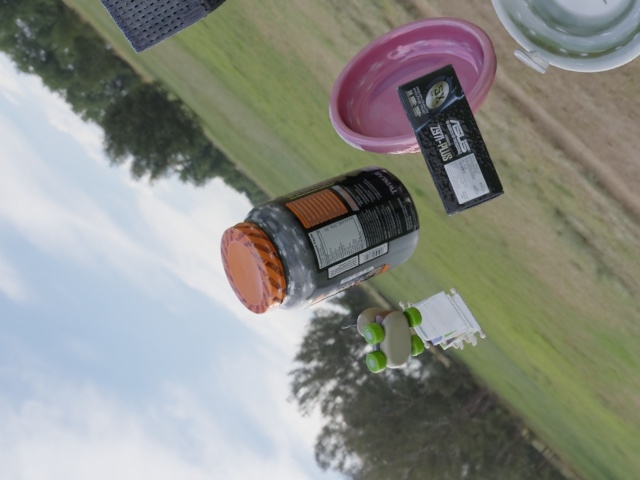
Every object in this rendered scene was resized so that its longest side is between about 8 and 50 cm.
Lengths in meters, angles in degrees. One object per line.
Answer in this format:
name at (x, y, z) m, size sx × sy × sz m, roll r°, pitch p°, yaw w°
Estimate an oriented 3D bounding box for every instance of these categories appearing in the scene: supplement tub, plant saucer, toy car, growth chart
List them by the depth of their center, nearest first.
supplement tub at (0.000, 0.000, 1.362) m, size 0.207 × 0.338 × 0.207 m, roll 35°, pitch 136°, yaw 43°
plant saucer at (0.180, -0.286, 1.420) m, size 0.332 × 0.332 × 0.084 m, roll 44°, pitch 174°, yaw 45°
plant saucer at (0.541, -0.548, 1.533) m, size 0.400 × 0.100 × 0.400 m, roll 34°, pitch 150°, yaw 23°
toy car at (0.144, 0.232, 1.887) m, size 0.188 × 0.155 × 0.149 m, roll 18°, pitch 119°, yaw 53°
growth chart at (0.321, 0.215, 1.957) m, size 0.237 × 0.021 × 0.172 m, roll -26°, pitch 92°, yaw 52°

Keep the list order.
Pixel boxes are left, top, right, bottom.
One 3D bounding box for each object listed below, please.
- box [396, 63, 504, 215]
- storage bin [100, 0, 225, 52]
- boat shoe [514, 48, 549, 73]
box at (0.173, -0.129, 0.995) m, size 0.147 × 0.077 × 0.180 m, roll -13°, pitch -99°, yaw -81°
storage bin at (-0.167, -0.303, 0.846) m, size 0.084 × 0.122 × 0.180 m, roll 56°, pitch -157°, yaw -29°
boat shoe at (0.468, -0.404, 1.630) m, size 0.100 × 0.035 × 0.035 m, roll 22°, pitch -167°, yaw -30°
